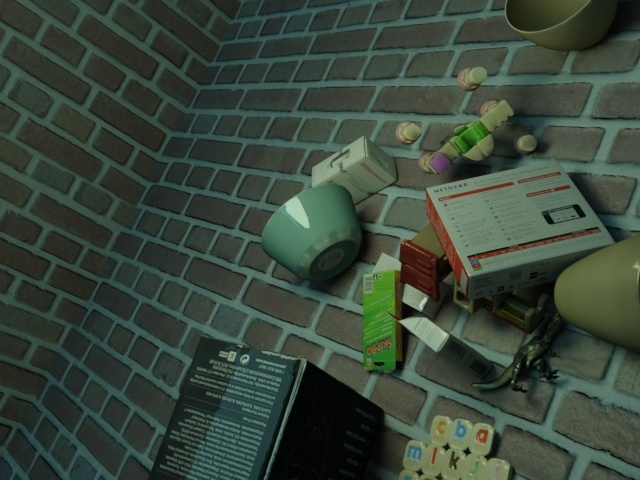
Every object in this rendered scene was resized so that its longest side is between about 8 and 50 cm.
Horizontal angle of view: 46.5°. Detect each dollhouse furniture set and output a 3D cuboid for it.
[{"bbox_3d":[0.387,0.076,1.771,0.374,0.152,0.201,32,57,32],"label":"dollhouse furniture set"}]

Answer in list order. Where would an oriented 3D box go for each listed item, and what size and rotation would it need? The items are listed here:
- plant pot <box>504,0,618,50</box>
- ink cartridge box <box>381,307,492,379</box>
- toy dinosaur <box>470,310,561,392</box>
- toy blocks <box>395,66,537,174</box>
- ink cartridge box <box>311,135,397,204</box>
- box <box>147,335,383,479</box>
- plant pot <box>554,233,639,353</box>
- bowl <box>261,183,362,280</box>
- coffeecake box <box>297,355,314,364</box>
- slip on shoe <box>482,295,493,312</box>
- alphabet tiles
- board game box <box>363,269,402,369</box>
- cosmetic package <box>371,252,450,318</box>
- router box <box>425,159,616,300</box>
[{"bbox_3d":[0.654,-0.605,1.934,0.284,0.191,0.284,-28,47,34],"label":"plant pot"},{"bbox_3d":[0.275,0.225,1.770,0.066,0.189,0.232,-53,37,5],"label":"ink cartridge box"},{"bbox_3d":[0.453,0.277,1.644,0.268,0.064,0.118,-45,25,16],"label":"toy dinosaur"},{"bbox_3d":[0.389,-0.267,2.012,0.288,0.309,0.260,-40,6,3],"label":"toy blocks"},{"bbox_3d":[0.103,-0.205,2.287,0.218,0.158,0.092,-27,46,33],"label":"ink cartridge box"},{"bbox_3d":[-0.123,0.530,1.716,0.297,0.480,0.472,7,69,29],"label":"box"},{"bbox_3d":[0.607,0.105,1.472,0.274,0.256,0.256,-8,57,63],"label":"plant pot"},{"bbox_3d":[0.000,0.000,2.184,0.311,0.311,0.163,-45,58,15],"label":"bowl"},{"bbox_3d":[-0.075,0.445,2.101,0.185,0.068,0.142,-48,38,12],"label":"coffeecake box"},{"bbox_3d":[0.406,0.138,1.812,0.041,0.051,0.135,-22,23,-19],"label":"slip on shoe"},{"bbox_3d":[0.293,0.540,1.666,0.284,0.021,0.278,-2,66,47],"label":"alphabet tiles"},{"bbox_3d":[0.163,0.212,1.971,0.124,0.039,0.259,-12,72,51],"label":"board game box"},{"bbox_3d":[0.232,0.119,1.997,0.239,0.060,0.099,27,85,53],"label":"cosmetic package"},{"bbox_3d":[0.445,-0.032,1.701,0.335,0.082,0.301,-12,45,-4],"label":"router box"}]
